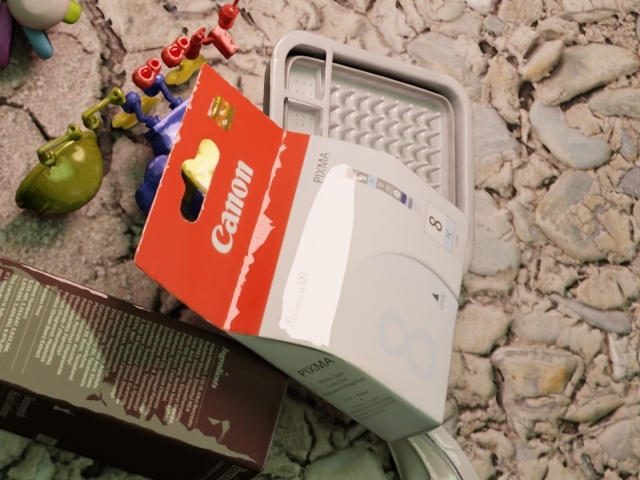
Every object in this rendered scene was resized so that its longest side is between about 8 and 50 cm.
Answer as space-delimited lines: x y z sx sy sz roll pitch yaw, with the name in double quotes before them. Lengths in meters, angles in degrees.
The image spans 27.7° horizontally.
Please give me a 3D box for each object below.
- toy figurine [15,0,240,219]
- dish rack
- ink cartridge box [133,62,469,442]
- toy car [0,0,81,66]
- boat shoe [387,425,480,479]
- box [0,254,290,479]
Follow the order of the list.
"toy figurine" -0.161 -0.101 1.568 0.217 0.191 0.362 47 61 -3
"dish rack" 0.054 -0.096 1.652 0.332 0.072 0.286 10 74 -35
"ink cartridge box" 0.000 0.000 1.445 0.385 0.091 0.308 38 45 -27
"toy car" -0.389 -0.283 1.588 0.182 0.159 0.136 18 98 -13
"boat shoe" 0.143 0.324 1.560 0.088 0.096 0.268 -30 90 -33
"box" -0.245 0.153 1.424 0.381 0.191 0.143 19 64 -11
